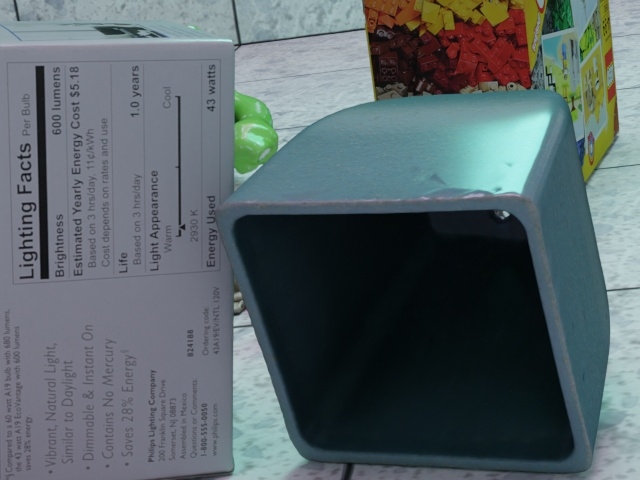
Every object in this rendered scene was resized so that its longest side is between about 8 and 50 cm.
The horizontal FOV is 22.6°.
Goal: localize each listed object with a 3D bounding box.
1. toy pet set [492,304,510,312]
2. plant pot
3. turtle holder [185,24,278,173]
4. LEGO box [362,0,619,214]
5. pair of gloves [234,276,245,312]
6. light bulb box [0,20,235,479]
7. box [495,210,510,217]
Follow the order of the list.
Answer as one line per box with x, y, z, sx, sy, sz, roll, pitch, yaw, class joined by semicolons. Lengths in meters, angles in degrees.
0.184;0.101;1.394;0.122;0.065;0.114;-1;-18;15;toy pet set
0.103;0.005;1.269;0.247;0.248;0.252;-1;33;25;plant pot
-0.233;-0.148;2.236;0.320;0.243;0.227;30;34;-6;turtle holder
0.225;-0.245;1.989;0.193;0.373;0.500;-2;17;21;LEGO box
-0.148;0.039;1.788;0.204;0.042;0.240;-1;18;25;pair of gloves
-0.268;0.006;1.288;0.361;0.358;0.225;-3;12;-19;light bulb box
0.119;0.031;1.543;0.100;0.060;0.244;42;34;11;box
